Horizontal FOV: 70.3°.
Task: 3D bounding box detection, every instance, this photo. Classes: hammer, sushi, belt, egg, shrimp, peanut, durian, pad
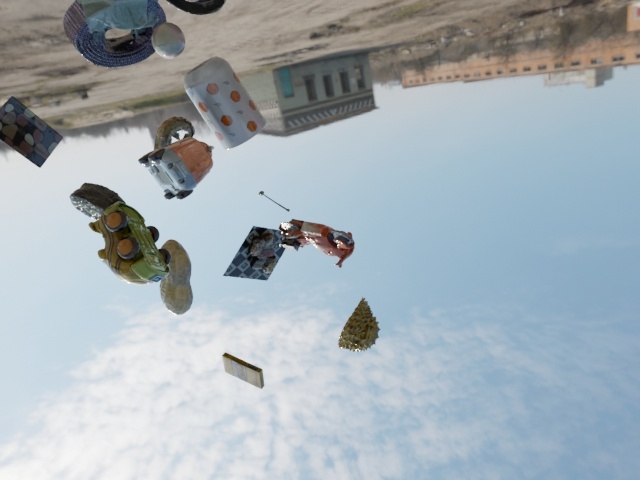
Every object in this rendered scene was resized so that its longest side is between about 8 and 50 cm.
[{"bbox_3d":[-0.149,-0.125,1.475,0.029,0.123,0.014,-16,-131,49],"label":"hammer"},{"bbox_3d":[-0.261,0.081,2.070,0.059,0.292,0.294,44,-160,32],"label":"sushi"},{"bbox_3d":[-0.924,-0.158,1.907,0.225,0.124,0.127,26,-129,8],"label":"sushi"},{"bbox_3d":[-0.671,-0.708,1.506,0.325,0.122,0.260,-29,163,-35],"label":"belt"},{"bbox_3d":[-0.487,-0.640,1.456,0.103,0.103,0.135,-10,-135,4],"label":"egg"},{"bbox_3d":[-0.617,-0.423,1.913,0.173,0.253,0.058,-19,-115,-35],"label":"shrimp"},{"bbox_3d":[-0.562,0.141,1.755,0.136,0.298,0.120,6,-166,21],"label":"peanut"},{"bbox_3d":[0.132,0.318,1.662,0.182,0.165,0.132,-35,-154,-14],"label":"durian"},{"bbox_3d":[-1.097,-0.401,1.696,0.003,0.235,0.158,13,-113,28],"label":"pad"}]

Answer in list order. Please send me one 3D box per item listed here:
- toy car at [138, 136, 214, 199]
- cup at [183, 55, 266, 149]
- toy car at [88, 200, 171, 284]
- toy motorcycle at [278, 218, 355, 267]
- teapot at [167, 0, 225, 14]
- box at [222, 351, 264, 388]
[{"bbox_3d":[-0.495,-0.273,1.624,0.212,0.180,0.271,-43,-154,-26],"label":"toy car"},{"bbox_3d":[-0.389,-0.556,1.823,0.212,0.317,0.212,-23,-148,15],"label":"cup"},{"bbox_3d":[-0.530,0.022,1.247,0.142,0.247,0.200,-31,162,2],"label":"toy car"},{"bbox_3d":[0.000,0.000,1.767,0.326,0.221,0.147,11,-115,29],"label":"toy motorcycle"},{"bbox_3d":[-0.380,-0.985,1.552,0.377,0.361,0.305,5,166,6],"label":"teapot"},{"bbox_3d":[-0.259,0.435,1.518,0.155,0.086,0.023,16,-139,24],"label":"box"}]
